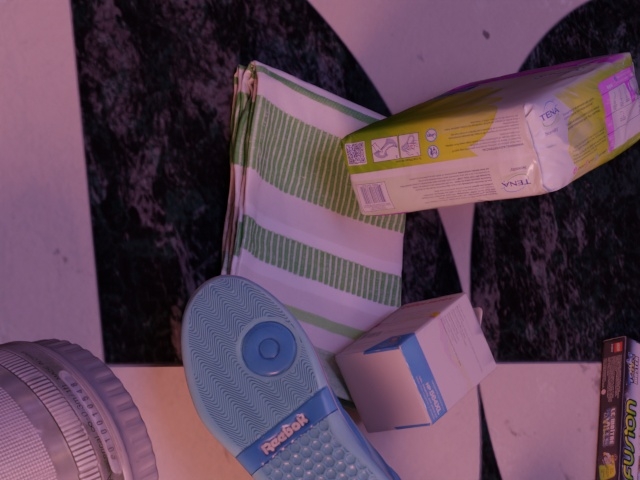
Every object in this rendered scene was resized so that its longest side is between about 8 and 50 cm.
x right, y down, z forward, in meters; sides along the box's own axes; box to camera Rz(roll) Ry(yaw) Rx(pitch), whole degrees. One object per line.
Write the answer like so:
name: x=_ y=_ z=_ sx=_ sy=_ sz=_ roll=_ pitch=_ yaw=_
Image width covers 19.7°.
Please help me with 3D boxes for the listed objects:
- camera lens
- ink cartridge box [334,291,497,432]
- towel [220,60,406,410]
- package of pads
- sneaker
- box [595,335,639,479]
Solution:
camera lens: x=-0.290 y=0.207 z=1.421 sx=0.274 sy=0.219 sz=0.219 roll=-20 pitch=91 yaw=-44
ink cartridge box: x=0.103 y=0.120 z=1.863 sx=0.143 sy=0.092 sz=0.090 roll=-33 pitch=105 yaw=-44
towel: x=0.000 y=0.000 z=1.880 sx=0.247 sy=0.038 sz=0.325 roll=19 pitch=65 yaw=-39
package of pads: x=0.194 y=-0.110 z=1.918 sx=0.296 sy=0.229 sz=0.101 roll=-28 pitch=107 yaw=-55
sneaker: x=-0.022 y=0.184 z=1.742 sx=0.127 sy=0.208 sz=0.319 roll=-30 pitch=81 yaw=0
box: x=0.376 y=0.227 z=2.161 sx=0.114 sy=0.036 sz=0.207 roll=25 pitch=62 yaw=-36
